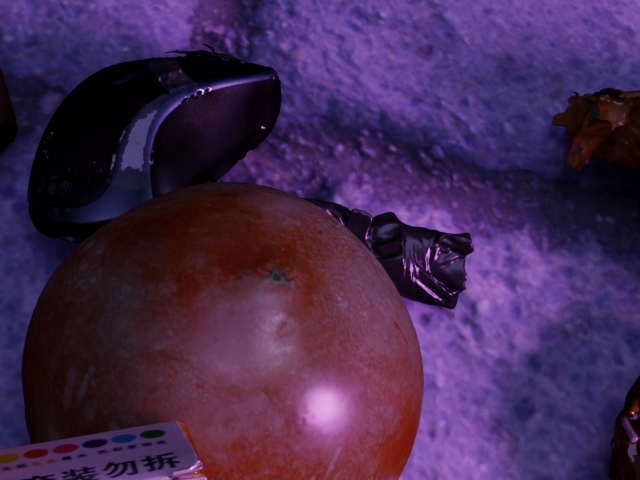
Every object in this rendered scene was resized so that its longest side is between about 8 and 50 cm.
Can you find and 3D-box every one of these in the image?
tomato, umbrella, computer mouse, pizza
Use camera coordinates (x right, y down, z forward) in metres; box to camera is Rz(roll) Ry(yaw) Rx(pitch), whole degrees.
[{"bbox_3d":[-0.060,0.082,0.933,0.270,0.222,0.270,7,59,-11],"label":"tomato"},{"bbox_3d":[0.000,0.000,1.100,0.235,0.059,0.066,12,97,-1],"label":"umbrella"},{"bbox_3d":[-0.132,-0.088,1.077,0.137,0.096,0.233,13,43,34],"label":"computer mouse"},{"bbox_3d":[0.307,-0.092,1.184,0.229,0.081,0.289,3,11,24],"label":"pizza"}]

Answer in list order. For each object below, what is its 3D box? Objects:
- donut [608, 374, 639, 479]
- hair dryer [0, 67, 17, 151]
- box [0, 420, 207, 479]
[{"bbox_3d":[0.320,0.179,1.037,0.235,0.089,0.235,6,56,-8],"label":"donut"},{"bbox_3d":[-0.230,-0.239,1.194,0.340,0.123,0.312,-18,74,-35],"label":"hair dryer"},{"bbox_3d":[-0.162,0.251,0.782,0.221,0.274,0.091,-9,17,-15],"label":"box"}]
